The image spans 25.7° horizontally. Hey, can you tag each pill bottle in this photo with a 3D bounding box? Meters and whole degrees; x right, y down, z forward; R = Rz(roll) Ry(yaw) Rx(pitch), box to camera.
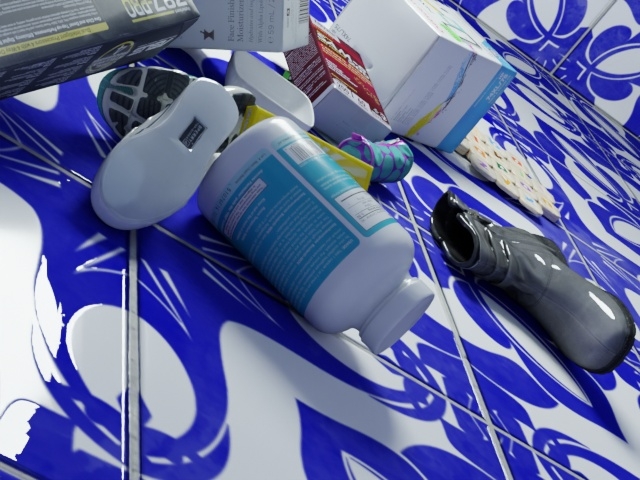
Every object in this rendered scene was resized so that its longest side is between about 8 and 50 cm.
[{"bbox_3d":[0.000,0.000,1.524,0.264,0.146,0.146,45,19,15],"label":"pill bottle"}]

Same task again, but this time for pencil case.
[{"bbox_3d":[0.079,-0.120,2.061,0.064,0.070,0.151,20,11,25],"label":"pencil case"}]

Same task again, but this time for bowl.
[{"bbox_3d":[-0.079,-0.198,1.972,0.142,0.053,0.142,33,20,-16],"label":"bowl"}]

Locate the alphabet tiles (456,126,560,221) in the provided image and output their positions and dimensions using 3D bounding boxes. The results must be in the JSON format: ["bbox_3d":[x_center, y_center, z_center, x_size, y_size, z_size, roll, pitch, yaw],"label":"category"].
[{"bbox_3d":[0.341,-0.140,2.688,0.284,0.021,0.278,35,20,-14],"label":"alphabet tiles"}]

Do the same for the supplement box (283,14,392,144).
[{"bbox_3d":[0.021,-0.244,2.199,0.130,0.073,0.239,34,23,-32],"label":"supplement box"}]

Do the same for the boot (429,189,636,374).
[{"bbox_3d":[0.289,0.061,2.025,0.222,0.118,0.338,24,13,-32],"label":"boot"}]

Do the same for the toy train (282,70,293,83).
[{"bbox_3d":[-0.038,-0.264,2.258,0.023,0.017,0.083,33,17,13],"label":"toy train"}]

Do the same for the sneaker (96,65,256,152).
[{"bbox_3d":[-0.184,-0.154,1.646,0.110,0.107,0.275,25,9,23],"label":"sneaker"}]

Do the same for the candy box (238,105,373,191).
[{"bbox_3d":[-0.024,-0.080,1.741,0.206,0.105,0.027,24,-17,-38],"label":"candy box"}]

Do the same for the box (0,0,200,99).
[{"bbox_3d":[-0.332,-0.306,1.404,0.318,0.097,0.395,57,35,2],"label":"box"}]

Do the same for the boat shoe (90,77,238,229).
[{"bbox_3d":[-0.171,-0.078,1.473,0.095,0.084,0.258,50,39,-6],"label":"boat shoe"}]

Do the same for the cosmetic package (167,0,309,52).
[{"bbox_3d":[-0.119,-0.346,1.965,0.183,0.151,0.151,4,13,13],"label":"cosmetic package"}]

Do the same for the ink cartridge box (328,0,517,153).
[{"bbox_3d":[0.163,-0.306,2.451,0.270,0.197,0.198,12,33,-54],"label":"ink cartridge box"}]
